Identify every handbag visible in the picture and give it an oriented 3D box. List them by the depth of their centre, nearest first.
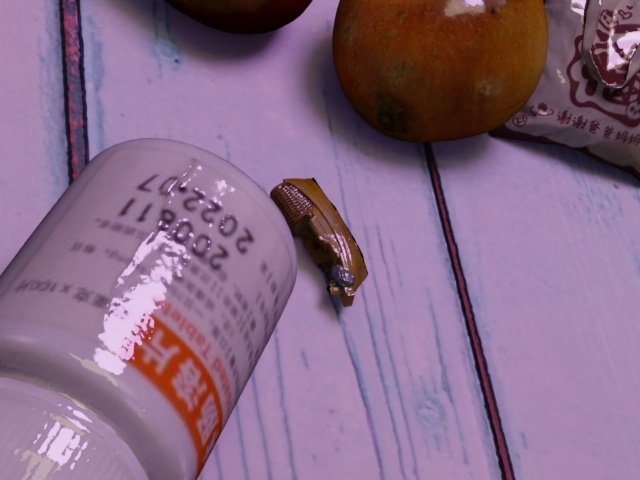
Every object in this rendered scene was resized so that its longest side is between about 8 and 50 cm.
[{"bbox_3d":[0.323,-0.199,1.590,0.213,0.235,0.127,16,9,-9],"label":"handbag"}]

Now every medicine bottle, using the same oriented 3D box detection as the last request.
[{"bbox_3d":[-0.171,0.107,1.051,0.211,0.211,0.371,30,46,-3],"label":"medicine bottle"}]

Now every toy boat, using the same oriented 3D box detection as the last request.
[{"bbox_3d":[0.000,0.000,1.347,0.049,0.047,0.149,-19,61,-23],"label":"toy boat"}]

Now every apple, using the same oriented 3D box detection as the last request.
[{"bbox_3d":[0.130,-0.211,1.494,0.237,0.207,0.237,-4,40,4],"label":"apple"}]

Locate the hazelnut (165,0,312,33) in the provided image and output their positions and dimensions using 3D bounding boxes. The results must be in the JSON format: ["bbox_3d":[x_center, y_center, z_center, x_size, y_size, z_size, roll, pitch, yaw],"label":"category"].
[{"bbox_3d":[-0.092,-0.328,1.472,0.229,0.229,0.229,15,48,-17],"label":"hazelnut"}]
